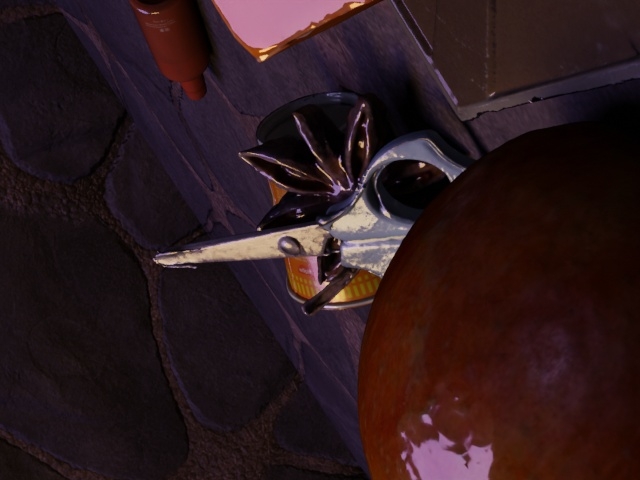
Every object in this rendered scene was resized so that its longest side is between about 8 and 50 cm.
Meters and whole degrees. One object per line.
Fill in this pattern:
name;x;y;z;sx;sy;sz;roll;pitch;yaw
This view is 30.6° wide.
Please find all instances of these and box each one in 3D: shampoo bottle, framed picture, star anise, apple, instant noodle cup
shampoo bottle;-0.200;-0.277;1.631;0.085;0.085;0.244;51;170;24
framed picture;0.093;-0.197;0.746;0.247;0.022;0.335;57;169;-8
star anise;0.031;-0.038;1.097;0.081;0.230;0.262;-78;2;-49
apple;0.148;0.093;0.712;0.301;0.301;0.301;53;169;15
instant noodle cup;0.016;-0.048;1.215;0.168;0.168;0.185;39;153;57

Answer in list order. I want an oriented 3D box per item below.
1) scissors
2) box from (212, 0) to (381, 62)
scissors;0.000;0.001;1.066;0.029;0.360;0.191;-68;-37;-49
box;0.000;-0.259;0.410;0.225;0.143;0.341;-17;111;43
